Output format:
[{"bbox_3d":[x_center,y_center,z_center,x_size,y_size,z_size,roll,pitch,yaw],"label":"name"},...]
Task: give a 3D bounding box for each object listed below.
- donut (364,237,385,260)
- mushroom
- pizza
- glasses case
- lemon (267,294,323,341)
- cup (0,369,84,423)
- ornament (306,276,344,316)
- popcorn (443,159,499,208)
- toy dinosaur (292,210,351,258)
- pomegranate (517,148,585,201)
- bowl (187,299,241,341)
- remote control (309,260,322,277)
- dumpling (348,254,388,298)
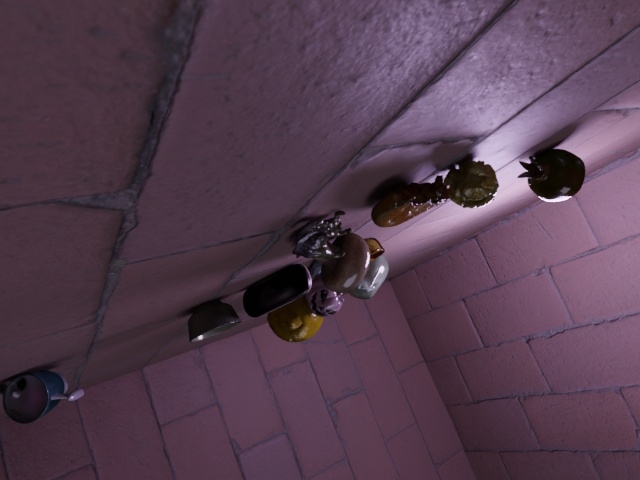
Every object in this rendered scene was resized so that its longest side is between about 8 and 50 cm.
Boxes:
[{"bbox_3d":[0.170,0.047,1.814,0.184,0.074,0.166,-9,163,-47],"label":"donut"},{"bbox_3d":[0.053,0.059,1.455,0.204,0.204,0.204,-22,168,-5],"label":"mushroom"},{"bbox_3d":[0.242,-0.109,1.219,0.228,0.082,0.289,-17,170,5],"label":"pizza"},{"bbox_3d":[-0.167,0.190,1.699,0.314,0.122,0.075,-29,162,25],"label":"glasses case"},{"bbox_3d":[-0.109,0.333,2.129,0.285,0.285,0.316,-33,-173,41],"label":"lemon"},{"bbox_3d":[-1.006,0.543,1.631,0.299,0.168,0.173,4,178,0],"label":"cup"},{"bbox_3d":[0.025,0.237,1.962,0.177,0.178,0.177,-22,168,-5],"label":"ornament"},{"bbox_3d":[0.414,-0.150,1.242,0.141,0.136,0.162,-31,166,4],"label":"popcorn"},{"bbox_3d":[-0.002,-0.007,1.257,0.162,0.077,0.294,-15,153,-14],"label":"toy dinosaur"},{"bbox_3d":[0.771,-0.223,1.530,0.224,0.182,0.181,1,158,-28],"label":"pomegranate"},{"bbox_3d":[-0.418,0.301,1.749,0.211,0.112,0.211,-21,169,-4],"label":"bowl"},{"bbox_3d":[0.002,0.108,1.840,0.087,0.047,0.244,-23,168,-15],"label":"remote control"},{"bbox_3d":[0.188,0.168,2.065,0.269,0.212,0.321,-20,156,3],"label":"dumpling"}]
